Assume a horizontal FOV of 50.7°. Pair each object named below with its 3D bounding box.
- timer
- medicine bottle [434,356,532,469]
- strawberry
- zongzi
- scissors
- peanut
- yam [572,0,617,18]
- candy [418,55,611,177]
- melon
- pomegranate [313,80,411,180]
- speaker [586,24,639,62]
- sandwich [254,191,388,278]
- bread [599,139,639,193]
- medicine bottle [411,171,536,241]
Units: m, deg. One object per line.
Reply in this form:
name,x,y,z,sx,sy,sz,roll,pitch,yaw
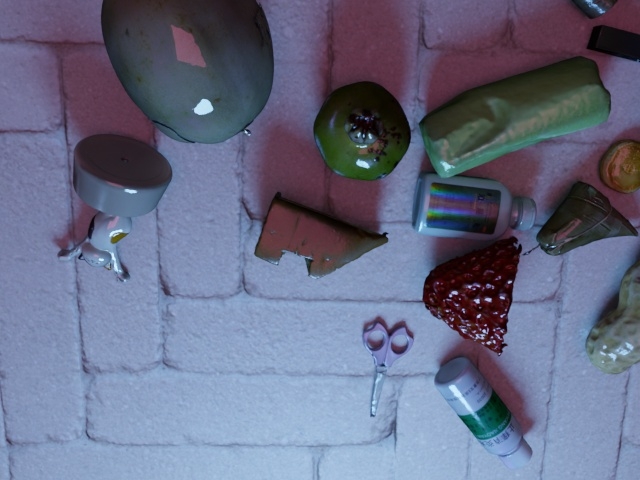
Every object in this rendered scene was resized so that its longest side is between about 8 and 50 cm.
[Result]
timer,-0.399,-0.045,1.278,0.175,0.175,0.266,21,121,-7
medicine bottle,0.347,0.366,1.420,0.095,0.095,0.260,-38,103,7
strawberry,0.290,0.089,1.300,0.178,0.234,0.233,10,104,10
zongzi,0.522,0.004,1.335,0.178,0.081,0.189,38,89,-16
scissors,0.128,0.274,1.424,0.110,0.021,0.212,8,103,-8
peanut,0.658,0.134,1.353,0.153,0.140,0.325,36,103,1
yam,0.462,-0.479,1.228,0.169,0.068,0.068,37,100,-14
candy,0.357,-0.230,1.251,0.344,0.132,0.142,-20,107,2
melon,-0.210,-0.317,1.137,0.269,0.268,0.330,-25,109,4
pomegranate,0.067,-0.206,1.214,0.179,0.210,0.179,-7,68,18
speaker,0.606,-0.362,1.274,0.191,0.040,0.046,12,102,-5
sandwich,0.000,0.000,1.299,0.236,0.122,0.128,21,100,-8
bread,0.607,-0.146,1.336,0.110,0.024,0.110,0,103,-2
medicine bottle,0.299,-0.062,1.316,0.229,0.083,0.121,6,101,-5
